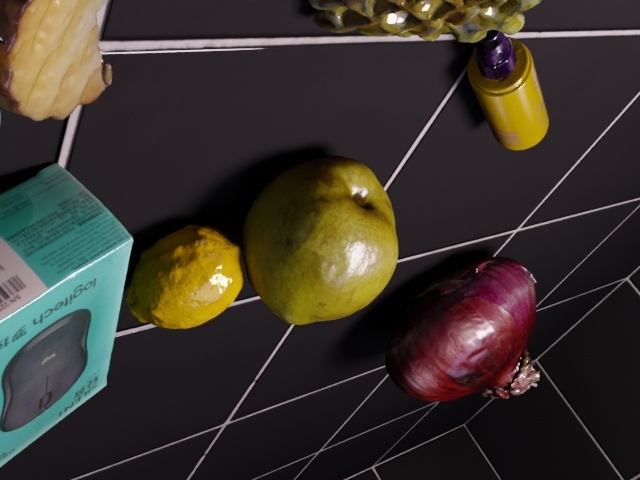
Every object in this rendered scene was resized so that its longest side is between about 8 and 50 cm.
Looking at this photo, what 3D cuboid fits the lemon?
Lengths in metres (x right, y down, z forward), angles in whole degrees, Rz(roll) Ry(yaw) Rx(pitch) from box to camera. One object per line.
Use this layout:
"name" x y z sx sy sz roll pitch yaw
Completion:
"lemon" -0.158 0.045 0.937 0.155 0.114 0.114 -33 156 10

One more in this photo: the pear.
"pear" 0.000 0.000 0.964 0.200 0.200 0.200 -26 155 -13

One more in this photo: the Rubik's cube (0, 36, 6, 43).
"Rubik's cube" -0.332 -0.028 0.274 0.368 0.358 0.387 -24 137 27

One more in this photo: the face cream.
"face cream" 0.228 -0.194 0.994 0.078 0.078 0.273 -37 155 9

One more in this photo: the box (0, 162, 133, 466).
"box" -0.308 0.097 0.788 0.205 0.118 0.311 -36 162 -38

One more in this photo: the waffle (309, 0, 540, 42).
"waffle" 0.093 -0.225 0.689 0.223 0.054 0.204 2 167 -5

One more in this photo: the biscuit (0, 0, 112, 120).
"biscuit" -0.197 -0.158 0.567 0.118 0.061 0.183 -44 168 -45

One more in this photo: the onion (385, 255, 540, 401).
"onion" 0.296 0.198 1.558 0.347 0.285 0.347 -43 169 -10
